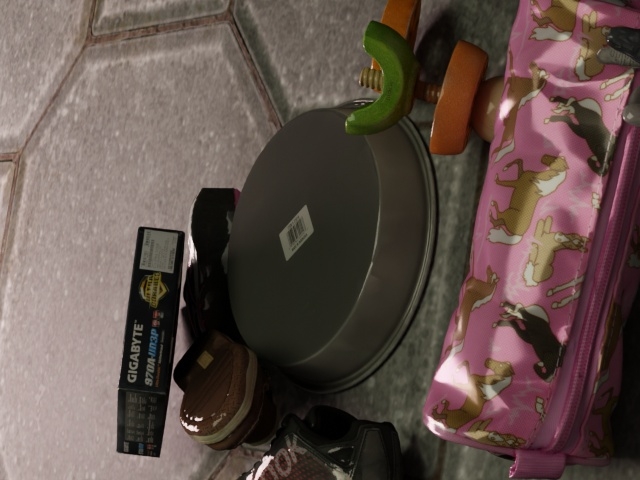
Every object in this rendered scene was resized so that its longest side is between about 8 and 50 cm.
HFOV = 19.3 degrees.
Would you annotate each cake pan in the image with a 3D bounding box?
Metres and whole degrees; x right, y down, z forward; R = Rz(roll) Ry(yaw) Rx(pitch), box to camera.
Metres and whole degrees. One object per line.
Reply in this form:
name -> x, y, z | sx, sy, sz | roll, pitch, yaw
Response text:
cake pan -> 0.000, 0.000, 1.821 | 0.293, 0.054, 0.293 | -23, 61, 50

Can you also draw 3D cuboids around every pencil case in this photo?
pencil case -> 0.192, -0.010, 1.467 | 0.160, 0.167, 0.386 | 15, 92, 23

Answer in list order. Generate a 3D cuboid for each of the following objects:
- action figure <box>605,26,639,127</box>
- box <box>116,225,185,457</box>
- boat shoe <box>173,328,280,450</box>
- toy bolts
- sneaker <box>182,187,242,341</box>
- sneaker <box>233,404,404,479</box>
action figure -> 0.333, -0.024, 1.226 | 0.330, 0.178, 0.341 | 42, 122, 22
box -> -0.174, 0.108, 1.929 | 0.220, 0.051, 0.175 | 105, 171, -67
boat shoe -> -0.074, 0.152, 1.794 | 0.095, 0.095, 0.257 | -48, 13, 5
toy bolts -> 0.132, -0.198, 1.674 | 0.218, 0.159, 0.228 | -54, -24, -73
sneaker -> -0.119, 0.030, 1.969 | 0.077, 0.072, 0.178 | -37, 45, 57
sneaker -> -0.016, 0.224, 1.736 | 0.276, 0.098, 0.135 | -17, 67, 49
